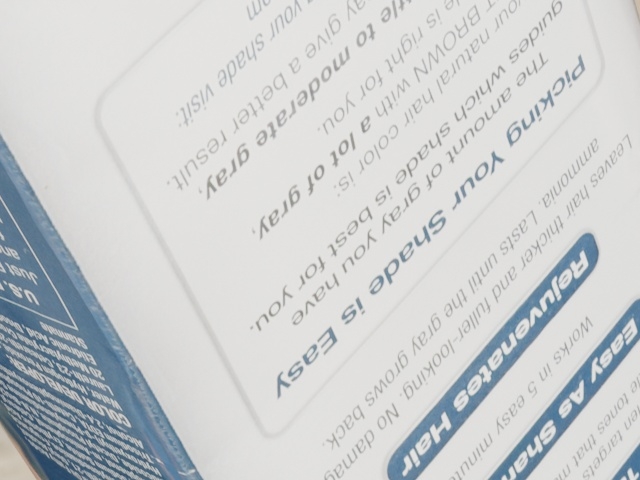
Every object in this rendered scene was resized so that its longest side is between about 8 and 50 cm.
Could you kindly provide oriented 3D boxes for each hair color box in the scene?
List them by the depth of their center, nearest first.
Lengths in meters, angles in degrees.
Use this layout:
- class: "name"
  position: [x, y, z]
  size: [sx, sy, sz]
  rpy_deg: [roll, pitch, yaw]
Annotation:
- class: "hair color box"
  position: [0.000, 0.000, 0.499]
  size: [0.174, 0.105, 0.347]
  rpy_deg: [-46, 134, -24]
